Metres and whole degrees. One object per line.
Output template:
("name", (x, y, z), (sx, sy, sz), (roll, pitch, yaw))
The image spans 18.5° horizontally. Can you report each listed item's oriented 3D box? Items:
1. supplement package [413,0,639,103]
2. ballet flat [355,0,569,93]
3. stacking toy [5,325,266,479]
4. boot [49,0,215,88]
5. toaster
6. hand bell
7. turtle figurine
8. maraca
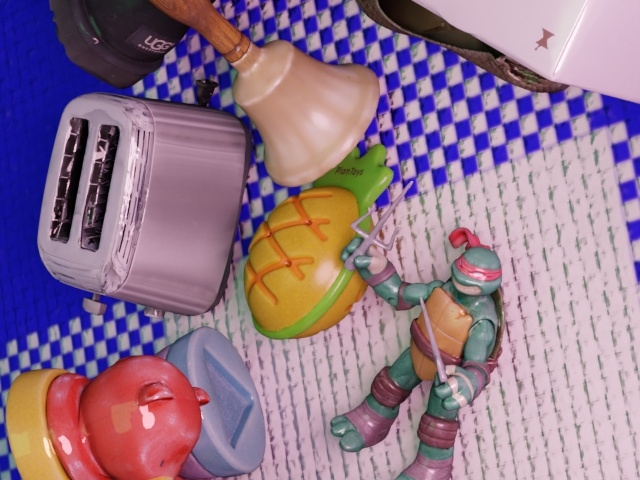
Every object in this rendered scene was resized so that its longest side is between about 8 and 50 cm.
("supplement package", (0.214, -0.199, 1.341), (0.177, 0.293, 0.175), (36, 109, 37))
("ballet flat", (0.105, -0.186, 1.589), (0.250, 0.058, 0.084), (36, 108, 38))
("stacking toy", (-0.101, 0.207, 1.596), (0.130, 0.309, 0.279), (-20, 88, 18))
("boot", (-0.065, -0.388, 1.702), (0.445, 0.146, 0.367), (-33, 63, 34))
("toaster", (-0.155, -0.043, 1.741), (0.129, 0.146, 0.227), (16, 95, 40))
("hand bell", (-0.075, -0.162, 1.601), (0.126, 0.242, 0.126), (-31, 37, 27))
("turtle figurine", (0.088, 0.081, 1.538), (0.175, 0.118, 0.234), (53, 135, 48))
("maraca", (0.000, 0.000, 1.638), (0.127, 0.099, 0.185), (7, 67, 54))
